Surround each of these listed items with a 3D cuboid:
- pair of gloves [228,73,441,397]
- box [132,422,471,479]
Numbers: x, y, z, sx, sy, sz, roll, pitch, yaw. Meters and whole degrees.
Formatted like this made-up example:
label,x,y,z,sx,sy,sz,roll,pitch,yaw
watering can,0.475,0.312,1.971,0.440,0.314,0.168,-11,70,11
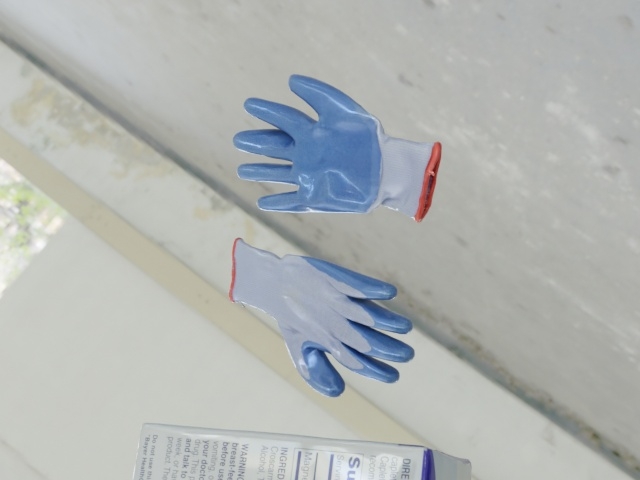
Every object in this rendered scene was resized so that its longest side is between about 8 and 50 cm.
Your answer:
label,x,y,z,sx,sy,sz,roll,pitch,yaw
pair of gloves,0.000,0.000,0.628,0.159,0.198,0.023,21,-159,36
box,-0.013,0.148,0.425,0.137,0.126,0.072,0,163,25
